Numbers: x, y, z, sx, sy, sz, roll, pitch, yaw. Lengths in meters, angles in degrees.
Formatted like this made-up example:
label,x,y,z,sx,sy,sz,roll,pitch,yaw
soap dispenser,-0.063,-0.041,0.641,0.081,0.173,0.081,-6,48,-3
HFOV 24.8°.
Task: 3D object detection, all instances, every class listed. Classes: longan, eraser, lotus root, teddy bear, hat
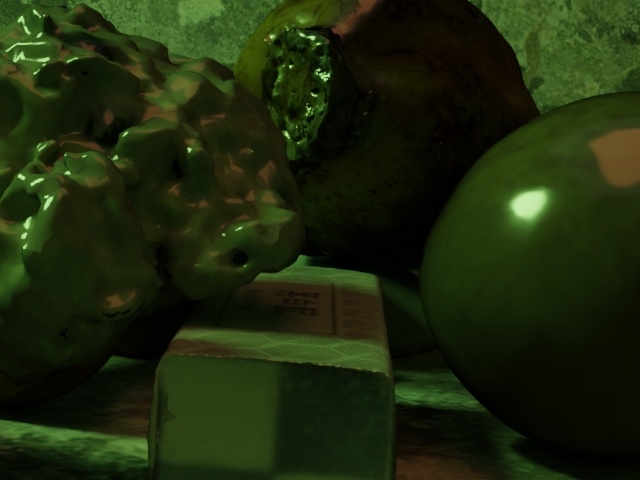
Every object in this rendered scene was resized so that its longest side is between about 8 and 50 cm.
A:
label,x,y,z,sx,sy,sz,roll,pitch,yaw
longan,0.173,0.018,0.847,0.248,0.248,0.248,5,5,0
eraser,-0.015,0.071,0.739,0.098,0.096,0.404,4,6,0
lotus root,0.059,-0.081,1.003,0.196,0.179,0.397,52,16,16
teddy bear,-0.182,-0.029,0.646,0.367,0.225,0.357,-28,33,-32
hat,0.000,0.000,1.168,0.214,0.149,0.244,21,26,30

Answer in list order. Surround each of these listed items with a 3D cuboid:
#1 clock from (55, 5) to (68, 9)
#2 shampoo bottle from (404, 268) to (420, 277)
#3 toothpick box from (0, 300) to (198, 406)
label,x,y,z,sx,sy,sz,roll,pitch,yaw
clock,-0.265,-0.059,1.103,0.055,0.280,0.280,43,4,-4
shampoo bottle,0.091,0.043,1.410,0.190,0.041,0.069,5,7,3
toothpick box,-0.150,-0.001,0.928,0.192,0.192,0.294,7,11,14
